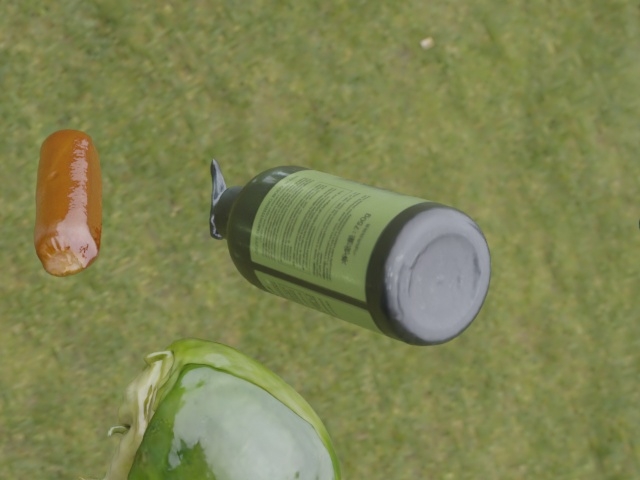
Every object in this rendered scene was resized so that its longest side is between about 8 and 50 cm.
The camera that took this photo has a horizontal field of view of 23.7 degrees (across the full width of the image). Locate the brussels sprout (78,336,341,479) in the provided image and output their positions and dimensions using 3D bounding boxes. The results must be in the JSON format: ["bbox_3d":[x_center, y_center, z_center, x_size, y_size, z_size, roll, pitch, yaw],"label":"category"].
[{"bbox_3d":[-0.064,0.147,0.891,0.145,0.183,0.131,28,43,-3],"label":"brussels sprout"}]

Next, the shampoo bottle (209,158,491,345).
[{"bbox_3d":[0.000,0.000,1.147,0.101,0.284,0.101,-10,107,-36],"label":"shampoo bottle"}]

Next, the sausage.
[{"bbox_3d":[-0.159,-0.023,0.966,0.131,0.039,0.041,-103,178,-54],"label":"sausage"}]
